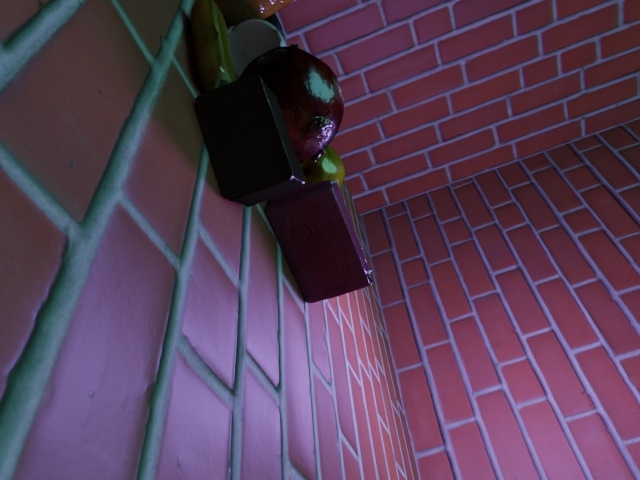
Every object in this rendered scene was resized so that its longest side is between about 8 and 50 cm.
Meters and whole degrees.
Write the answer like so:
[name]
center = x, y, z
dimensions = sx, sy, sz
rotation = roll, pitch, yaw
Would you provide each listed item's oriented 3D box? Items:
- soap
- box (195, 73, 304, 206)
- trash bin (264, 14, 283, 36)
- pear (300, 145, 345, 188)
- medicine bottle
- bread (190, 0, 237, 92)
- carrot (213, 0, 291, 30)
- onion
[soap]
center = 0.000, 0.000, 1.638
dimensions = 0.128, 0.232, 0.360
rotation = -82, 151, -65
[box]
center = -0.174, -0.242, 1.284
dimensions = 0.143, 0.184, 0.274
rotation = 10, 60, -80
[trash bin]
center = -0.225, -0.761, 2.033
dimensions = 0.115, 0.165, 0.226
rotation = 52, 24, -64
[pear]
center = -0.038, -0.243, 1.877
dimensions = 0.307, 0.252, 0.253
rotation = -135, -154, -86
[medicine bottle]
center = -0.182, -0.589, 1.793
dimensions = 0.378, 0.213, 0.214
rotation = 18, 54, -78
[bread]
center = -0.293, -0.513, 1.396
dimensions = 0.142, 0.091, 0.305
rotation = 68, 7, -63
[carrot]
center = -0.216, -0.825, 1.667
dimensions = 0.224, 0.340, 0.224
rotation = -20, 90, -81
[onion]
center = -0.099, -0.402, 1.501
dimensions = 0.341, 0.341, 0.342
rotation = -19, 90, -80
